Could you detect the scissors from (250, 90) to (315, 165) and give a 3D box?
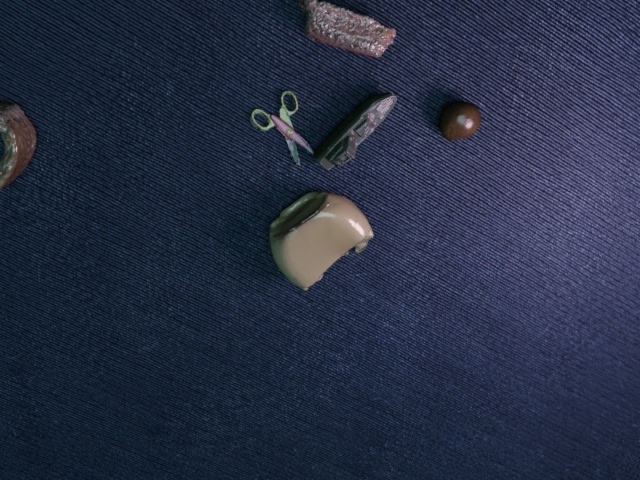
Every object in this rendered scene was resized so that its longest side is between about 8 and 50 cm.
[{"bbox_3d":[-0.084,-0.280,1.849,0.134,0.020,0.187,-31,108,11],"label":"scissors"}]

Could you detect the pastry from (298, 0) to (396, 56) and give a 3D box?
[{"bbox_3d":[0.048,-0.514,1.724,0.265,0.103,0.112,27,89,-8],"label":"pastry"}]

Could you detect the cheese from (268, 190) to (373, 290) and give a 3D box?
[{"bbox_3d":[0.000,0.000,1.910,0.266,0.127,0.233,-37,112,13],"label":"cheese"}]

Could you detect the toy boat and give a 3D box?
[{"bbox_3d":[0.095,-0.278,1.826,0.260,0.085,0.078,-43,144,11],"label":"toy boat"}]

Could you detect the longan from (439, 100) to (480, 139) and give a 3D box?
[{"bbox_3d":[0.356,-0.303,1.838,0.113,0.092,0.113,-23,153,-12],"label":"longan"}]

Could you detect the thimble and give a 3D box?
[{"bbox_3d":[-0.815,-0.220,1.751,0.229,0.148,0.196,-26,111,8],"label":"thimble"}]
